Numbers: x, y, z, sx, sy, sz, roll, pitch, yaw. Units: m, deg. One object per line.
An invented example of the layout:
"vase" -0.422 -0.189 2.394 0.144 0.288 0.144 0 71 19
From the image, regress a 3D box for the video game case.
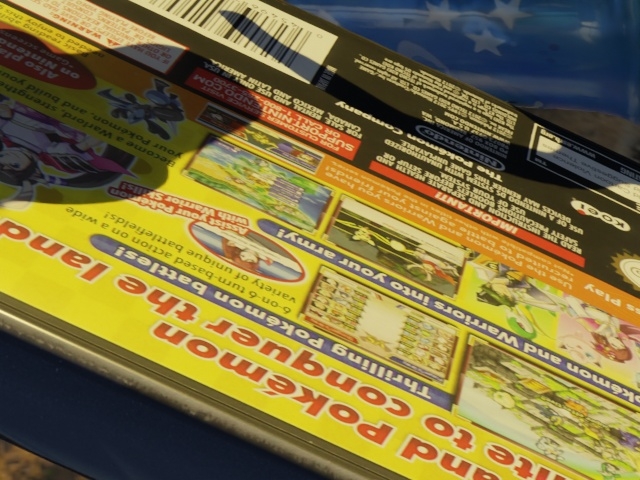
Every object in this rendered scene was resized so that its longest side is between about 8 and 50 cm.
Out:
"video game case" 0.000 0.000 0.448 0.275 0.248 0.035 25 118 0

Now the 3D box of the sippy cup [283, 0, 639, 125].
"sippy cup" 0.055 -0.157 0.654 0.224 0.305 0.240 -2 46 11
